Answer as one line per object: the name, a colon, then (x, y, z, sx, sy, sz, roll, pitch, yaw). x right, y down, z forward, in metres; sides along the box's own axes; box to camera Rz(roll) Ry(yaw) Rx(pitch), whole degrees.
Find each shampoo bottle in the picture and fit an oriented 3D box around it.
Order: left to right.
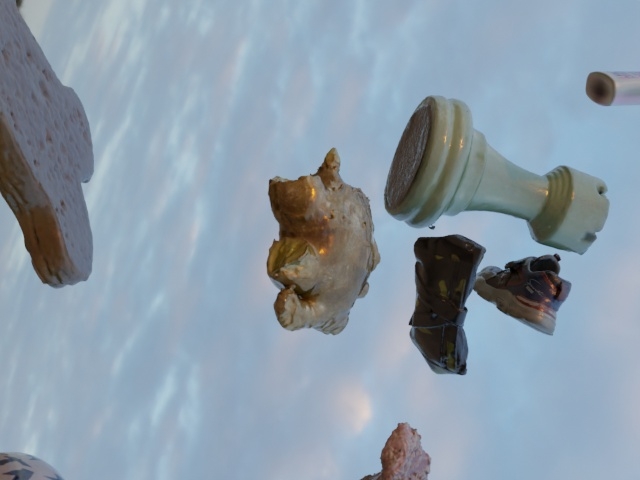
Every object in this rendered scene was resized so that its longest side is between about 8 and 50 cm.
shampoo bottle: (0.409, -0.200, 1.281, 0.072, 0.099, 0.043, -128, -142, -63)

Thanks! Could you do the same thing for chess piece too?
chess piece: (0.262, -0.079, 1.421, 0.194, 0.299, 0.194, -162, -90, -79)

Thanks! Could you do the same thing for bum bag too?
bum bag: (0.169, 0.091, 1.341, 0.106, 0.060, 0.232, 28, -52, 34)

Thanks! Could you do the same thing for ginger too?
ginger: (0.000, 0.000, 1.100, 0.102, 0.157, 0.216, -4, -104, 45)

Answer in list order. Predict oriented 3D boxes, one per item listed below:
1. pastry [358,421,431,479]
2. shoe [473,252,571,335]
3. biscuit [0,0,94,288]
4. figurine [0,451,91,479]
pastry: (0.075, 0.345, 1.266, 0.103, 0.112, 0.265, -33, 163, -38)
shoe: (0.329, 0.063, 1.576, 0.125, 0.099, 0.227, -62, -158, 8)
biscuit: (-0.376, -0.174, 1.159, 0.394, 0.076, 0.368, 71, 5, -48)
figurine: (-0.465, 0.367, 1.228, 0.186, 0.382, 0.261, -38, -120, 29)
